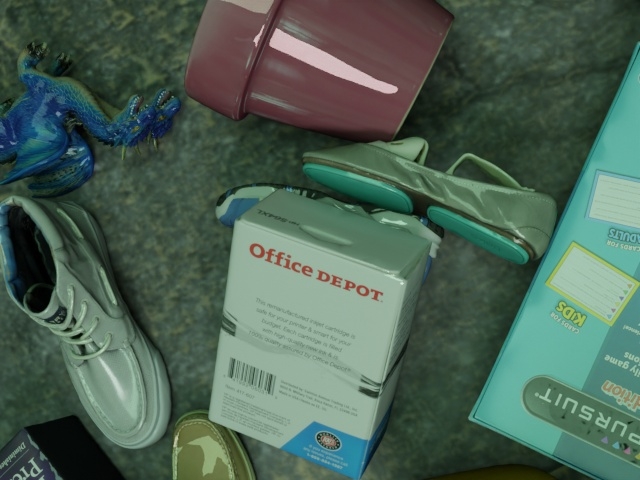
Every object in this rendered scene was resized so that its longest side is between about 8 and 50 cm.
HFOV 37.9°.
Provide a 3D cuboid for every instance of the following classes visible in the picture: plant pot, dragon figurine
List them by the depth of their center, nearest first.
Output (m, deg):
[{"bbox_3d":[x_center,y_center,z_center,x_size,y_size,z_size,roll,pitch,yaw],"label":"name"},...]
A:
[{"bbox_3d":[0.007,-0.174,0.804,0.180,0.201,0.201,27,93,-1],"label":"plant pot"},{"bbox_3d":[-0.280,-0.092,0.916,0.289,0.085,0.144,-32,78,9],"label":"dragon figurine"}]

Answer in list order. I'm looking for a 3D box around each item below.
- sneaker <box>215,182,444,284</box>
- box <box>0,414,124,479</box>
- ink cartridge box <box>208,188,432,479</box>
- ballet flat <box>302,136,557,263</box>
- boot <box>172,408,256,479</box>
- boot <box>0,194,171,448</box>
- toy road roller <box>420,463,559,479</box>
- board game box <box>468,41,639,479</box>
[{"bbox_3d":[0.000,0.000,0.838,0.211,0.080,0.081,13,87,16],"label":"sneaker"},{"bbox_3d":[-0.288,0.324,0.879,0.261,0.103,0.184,-45,79,7],"label":"box"},{"bbox_3d":[-0.003,0.077,0.788,0.148,0.086,0.203,20,118,16],"label":"ink cartridge box"},{"bbox_3d":[0.091,-0.047,0.767,0.213,0.072,0.068,23,77,12],"label":"ballet flat"},{"bbox_3d":[-0.110,0.259,0.801,0.077,0.165,0.213,-10,85,13],"label":"boot"},{"bbox_3d":[-0.231,0.078,0.869,0.095,0.123,0.258,-29,79,11],"label":"boot"},{"bbox_3d":[0.169,0.260,0.672,0.329,0.202,0.241,-49,54,42],"label":"toy road roller"},{"bbox_3d":[0.306,0.045,0.754,0.253,0.079,0.336,25,92,16],"label":"board game box"}]
